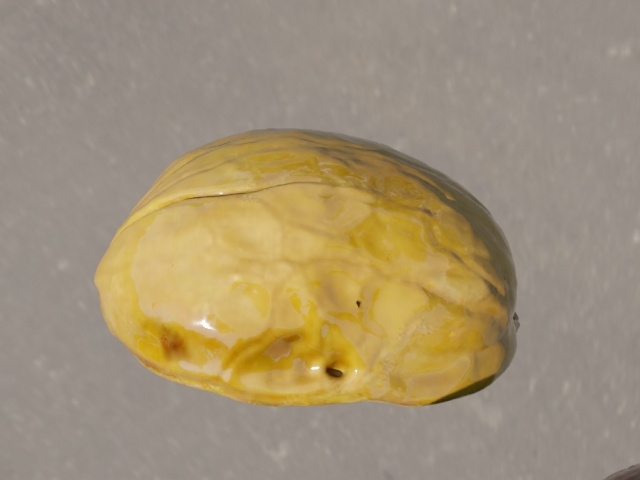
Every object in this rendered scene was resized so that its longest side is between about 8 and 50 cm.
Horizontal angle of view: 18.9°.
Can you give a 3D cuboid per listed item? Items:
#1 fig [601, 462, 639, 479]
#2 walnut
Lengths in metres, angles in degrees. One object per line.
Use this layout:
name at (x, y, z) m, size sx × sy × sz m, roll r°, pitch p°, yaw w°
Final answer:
fig at (0.204, 0.208, 0.938) m, size 0.263 × 0.224 × 0.224 m, roll 18°, pitch 75°, yaw 3°
walnut at (0.002, -0.002, 0.907) m, size 0.211 × 0.087 × 0.167 m, roll 4°, pitch 36°, yaw -12°
